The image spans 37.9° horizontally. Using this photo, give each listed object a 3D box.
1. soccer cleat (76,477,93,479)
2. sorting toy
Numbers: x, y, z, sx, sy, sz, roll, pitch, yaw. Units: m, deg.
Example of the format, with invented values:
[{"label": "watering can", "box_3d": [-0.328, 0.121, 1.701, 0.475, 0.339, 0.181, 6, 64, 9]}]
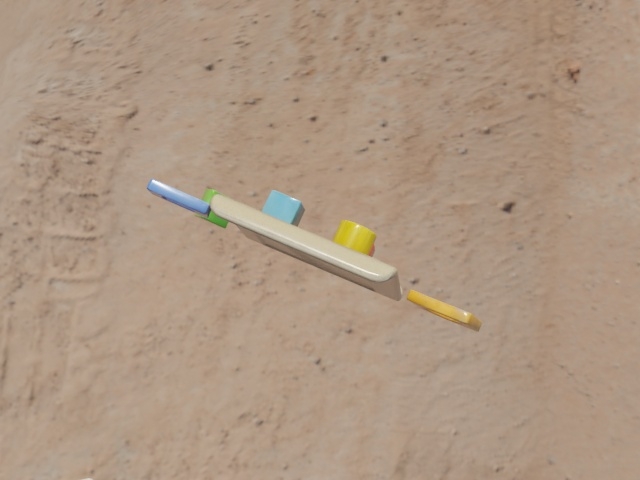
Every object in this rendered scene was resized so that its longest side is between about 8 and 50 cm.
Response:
[{"label": "soccer cleat", "box_3d": [-0.238, 0.311, 0.915, 0.143, 0.331, 0.116, -16, 104, -25]}, {"label": "sorting toy", "box_3d": [0.000, 0.000, 0.910, 0.347, 0.196, 0.047, 23, 86, 10]}]
